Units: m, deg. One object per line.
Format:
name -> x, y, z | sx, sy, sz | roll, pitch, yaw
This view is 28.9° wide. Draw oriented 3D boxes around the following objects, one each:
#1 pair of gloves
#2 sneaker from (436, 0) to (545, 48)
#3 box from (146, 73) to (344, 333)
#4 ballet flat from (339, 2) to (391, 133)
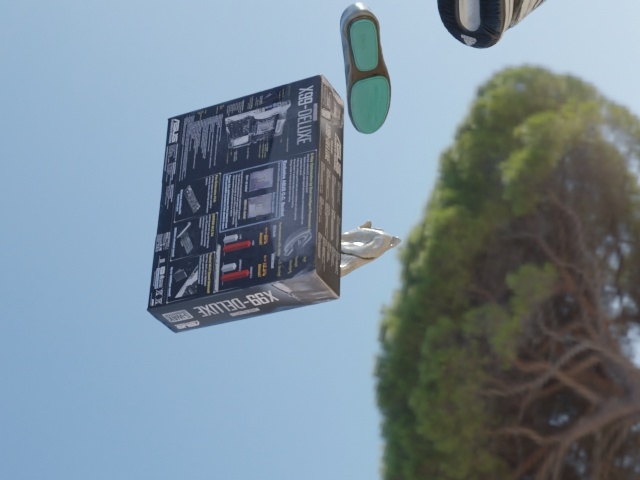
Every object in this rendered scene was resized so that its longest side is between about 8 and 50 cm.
pair of gloves -> 0.000, 0.000, 2.112 | 0.204, 0.240, 0.042 | -25, -60, -42
sneaker -> 0.297, -0.540, 1.896 | 0.257, 0.169, 0.447 | -36, -41, -37
box -> -0.093, -0.050, 1.618 | 0.076, 0.242, 0.307 | 47, -143, -50
ballet flat -> 0.069, -0.268, 1.924 | 0.068, 0.072, 0.213 | -107, 9, -54
